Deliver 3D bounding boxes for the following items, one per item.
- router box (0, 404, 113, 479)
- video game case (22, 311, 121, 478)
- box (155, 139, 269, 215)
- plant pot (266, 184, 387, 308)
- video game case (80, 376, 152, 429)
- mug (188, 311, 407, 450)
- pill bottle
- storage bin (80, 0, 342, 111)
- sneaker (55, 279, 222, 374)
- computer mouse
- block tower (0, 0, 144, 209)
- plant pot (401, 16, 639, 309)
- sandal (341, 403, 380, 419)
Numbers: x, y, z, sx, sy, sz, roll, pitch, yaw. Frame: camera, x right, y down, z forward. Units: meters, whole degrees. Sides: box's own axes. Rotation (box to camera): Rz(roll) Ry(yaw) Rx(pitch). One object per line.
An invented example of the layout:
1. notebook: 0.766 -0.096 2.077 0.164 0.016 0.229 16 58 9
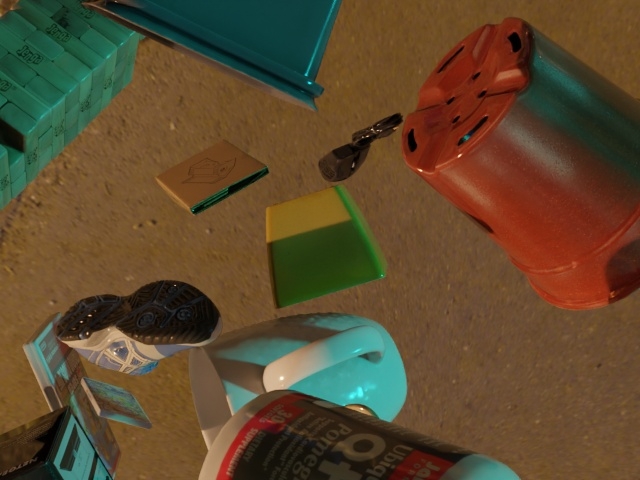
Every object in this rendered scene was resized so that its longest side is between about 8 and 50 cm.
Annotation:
1. router box: -0.251 0.282 0.558 0.309 0.081 0.243 -25 107 1
2. video game case: -0.408 0.273 1.427 0.025 0.204 0.285 -21 100 -3
3. box: -0.208 -0.124 1.618 0.164 0.021 0.201 -31 32 -15
4. plant pot: 0.000 0.000 1.645 0.212 0.212 0.187 -16 93 7
5. video game case: -0.314 0.248 1.307 0.087 0.122 0.011 25 93 -32
6. mug: -0.019 0.242 1.449 0.328 0.374 0.276 -15 68 -22
7. pill bottle: 0.062 0.244 0.699 0.318 0.176 0.176 11 73 39
8. storage bin: -0.051 -0.142 0.477 0.135 0.098 0.091 23 95 -25
9. sneaker: -0.186 0.098 0.923 0.211 0.081 0.080 -5 43 33
10. computer mouse: 0.056 -0.121 1.163 0.071 0.242 0.041 -21 88 -19
11. block tower: -0.275 -0.089 0.695 0.091 0.097 0.335 37 61 0
12. plant pot: 0.254 -0.100 0.989 0.265 0.272 0.272 32 77 -24
13. sandal: -0.007 0.302 1.161 0.079 0.240 0.088 -34 86 -43
